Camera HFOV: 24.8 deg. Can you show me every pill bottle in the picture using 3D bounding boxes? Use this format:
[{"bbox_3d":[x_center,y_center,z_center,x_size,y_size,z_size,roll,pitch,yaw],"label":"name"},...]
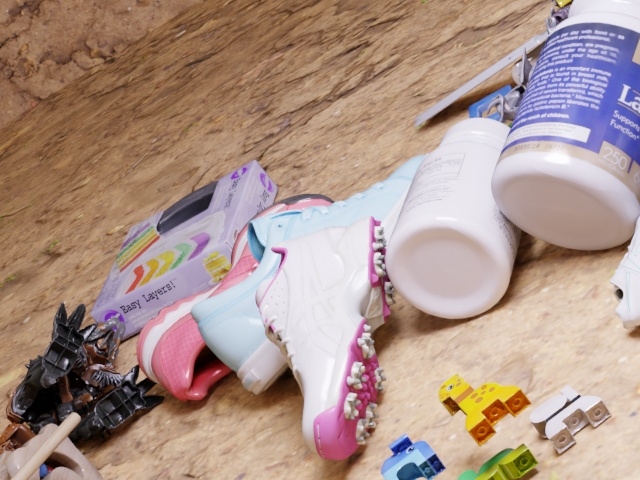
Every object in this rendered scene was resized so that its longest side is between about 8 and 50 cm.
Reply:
[{"bbox_3d":[0.283,-0.136,1.481,0.153,0.153,0.265,-9,50,49],"label":"pill bottle"},{"bbox_3d":[0.156,-0.032,1.568,0.131,0.131,0.229,-23,25,30],"label":"pill bottle"}]

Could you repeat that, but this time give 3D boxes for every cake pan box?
[{"bbox_3d":[-0.191,0.011,2.103,0.245,0.070,0.267,-25,23,22],"label":"cake pan box"}]

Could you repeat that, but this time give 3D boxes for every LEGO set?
[{"bbox_3d":[0.123,0.172,1.255,0.227,0.087,0.093,-36,21,-3],"label":"LEGO set"}]

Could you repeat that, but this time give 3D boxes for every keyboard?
[{"bbox_3d":[0.221,-0.220,1.942,0.072,0.014,0.256,-33,1,-42],"label":"keyboard"}]

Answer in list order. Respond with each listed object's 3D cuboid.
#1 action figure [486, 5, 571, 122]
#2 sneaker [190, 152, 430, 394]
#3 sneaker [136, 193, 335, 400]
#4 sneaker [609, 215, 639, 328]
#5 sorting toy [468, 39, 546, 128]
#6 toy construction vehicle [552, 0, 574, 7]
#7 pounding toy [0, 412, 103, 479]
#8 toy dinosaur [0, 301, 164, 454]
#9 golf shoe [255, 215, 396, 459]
[{"bbox_3d":[0.314,-0.201,1.664,0.285,0.099,0.185,-22,55,27],"label":"action figure"},{"bbox_3d":[0.000,0.000,1.670,0.366,0.150,0.135,-46,-3,-24],"label":"sneaker"},{"bbox_3d":[-0.076,0.080,1.760,0.314,0.116,0.136,-45,32,-3],"label":"sneaker"},{"bbox_3d":[0.296,0.025,1.345,0.061,0.054,0.152,-29,23,26],"label":"sneaker"},{"bbox_3d":[0.342,-0.216,1.790,0.347,0.047,0.196,-36,28,8],"label":"sorting toy"},{"bbox_3d":[0.372,-0.363,2.064,0.086,0.035,0.098,-35,21,2],"label":"toy construction vehicle"},{"bbox_3d":[-0.281,0.284,1.582,0.155,0.154,0.269,-33,2,9],"label":"pounding toy"},{"bbox_3d":[-0.324,0.209,1.845,0.218,0.164,0.322,-37,34,42],"label":"toy dinosaur"},{"bbox_3d":[-0.003,0.101,1.488,0.140,0.115,0.306,-3,40,12],"label":"golf shoe"}]
